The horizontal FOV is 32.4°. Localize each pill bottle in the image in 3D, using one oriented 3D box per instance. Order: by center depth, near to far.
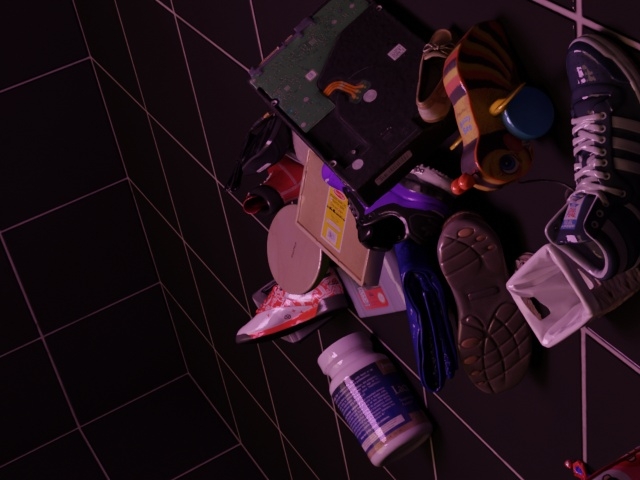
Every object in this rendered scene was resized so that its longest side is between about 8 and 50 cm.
[{"bbox_3d":[0.112,0.337,2.368,0.265,0.153,0.153,57,160,21],"label":"pill bottle"}]

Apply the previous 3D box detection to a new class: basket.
[{"bbox_3d":[0.343,0.058,1.485,0.113,0.103,0.167,60,160,13],"label":"basket"}]

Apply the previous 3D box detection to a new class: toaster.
[{"bbox_3d":[-0.053,0.147,2.514,0.110,0.185,0.168,61,164,-20],"label":"toaster"}]

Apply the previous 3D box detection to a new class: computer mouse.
[{"bbox_3d":[-0.110,-0.209,2.332,0.060,0.184,0.262,28,146,-15],"label":"computer mouse"}]

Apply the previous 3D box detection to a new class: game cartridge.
[{"bbox_3d":[0.100,0.052,2.201,0.196,0.060,0.294,68,161,1],"label":"game cartridge"}]

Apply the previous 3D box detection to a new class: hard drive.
[{"bbox_3d":[0.059,-0.229,1.675,0.339,0.237,0.064,47,180,38],"label":"hard drive"}]

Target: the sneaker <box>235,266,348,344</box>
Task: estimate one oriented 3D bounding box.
[{"bbox_3d":[-0.077,0.121,2.366,0.090,0.270,0.145,12,-122,-63],"label":"sneaker"}]

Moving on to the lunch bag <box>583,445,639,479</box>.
[{"bbox_3d":[0.451,0.410,1.402,0.293,0.258,0.120,48,155,41],"label":"lunch bag"}]

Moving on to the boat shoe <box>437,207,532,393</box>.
[{"bbox_3d":[0.262,0.092,1.754,0.116,0.123,0.324,-87,-14,-64],"label":"boat shoe"}]

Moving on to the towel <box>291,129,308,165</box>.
[{"bbox_3d":[0.013,-0.196,2.125,0.282,0.049,0.187,41,149,52],"label":"towel"}]

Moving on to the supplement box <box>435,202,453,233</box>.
[{"bbox_3d":[0.183,-0.058,1.849,0.083,0.043,0.055,42,152,46],"label":"supplement box"}]

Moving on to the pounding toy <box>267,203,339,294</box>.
[{"bbox_3d":[0.000,0.000,2.209,0.237,0.110,0.183,-51,54,39],"label":"pounding toy"}]

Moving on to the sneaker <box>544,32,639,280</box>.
[{"bbox_3d":[0.319,-0.091,1.280,0.282,0.153,0.099,66,160,-5],"label":"sneaker"}]

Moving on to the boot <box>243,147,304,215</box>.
[{"bbox_3d":[-0.105,-0.118,2.335,0.244,0.176,0.088,24,138,64],"label":"boot"}]

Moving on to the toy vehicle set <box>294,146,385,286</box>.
[{"bbox_3d":[0.039,-0.050,2.002,0.267,0.035,0.166,43,129,50],"label":"toy vehicle set"}]

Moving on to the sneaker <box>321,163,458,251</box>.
[{"bbox_3d":[0.085,-0.060,1.790,0.102,0.146,0.293,30,171,-40],"label":"sneaker"}]

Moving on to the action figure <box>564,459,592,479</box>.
[{"bbox_3d":[0.435,0.388,1.776,0.115,0.030,0.038,42,156,52],"label":"action figure"}]

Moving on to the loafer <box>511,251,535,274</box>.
[{"bbox_3d":[0.313,0.044,1.641,0.045,0.039,0.125,67,161,-7],"label":"loafer"}]

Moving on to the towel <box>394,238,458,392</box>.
[{"bbox_3d":[0.177,0.085,1.854,0.308,0.076,0.228,-92,-9,-68],"label":"towel"}]

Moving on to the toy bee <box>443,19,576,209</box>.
[{"bbox_3d":[0.231,-0.137,1.447,0.298,0.162,0.195,56,158,25],"label":"toy bee"}]

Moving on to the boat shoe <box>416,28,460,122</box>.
[{"bbox_3d":[0.163,-0.240,1.547,0.056,0.153,0.048,3,153,29],"label":"boat shoe"}]
